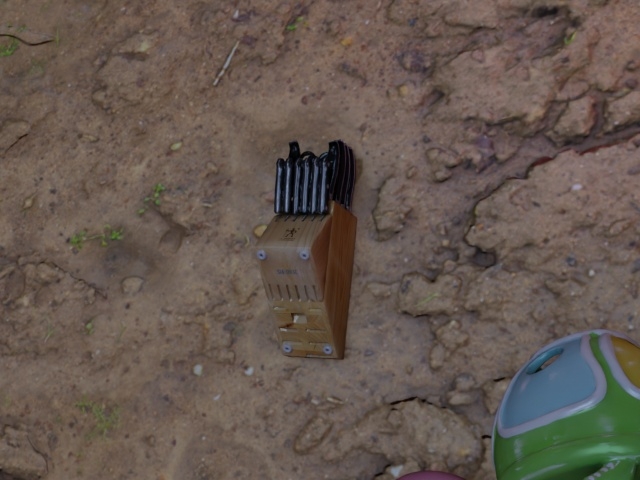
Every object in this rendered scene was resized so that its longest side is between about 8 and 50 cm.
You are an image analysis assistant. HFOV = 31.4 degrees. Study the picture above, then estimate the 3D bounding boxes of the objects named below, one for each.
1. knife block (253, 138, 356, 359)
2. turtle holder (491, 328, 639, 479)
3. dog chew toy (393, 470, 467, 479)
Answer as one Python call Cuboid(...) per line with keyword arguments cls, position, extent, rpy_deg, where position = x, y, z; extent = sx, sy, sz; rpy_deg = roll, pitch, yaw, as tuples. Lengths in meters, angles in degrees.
Cuboid(cls="knife block", position=(0.000, 0.000, 1.637), extent=(0.088, 0.242, 0.276), rpy_deg=(1, 123, 24))
Cuboid(cls="turtle holder", position=(0.339, 0.216, 1.327), extent=(0.243, 0.320, 0.227), rpy_deg=(11, 54, -14))
Cuboid(cls="dog chew toy", position=(0.072, 0.421, 1.440), extent=(0.332, 0.206, 0.207), rpy_deg=(-26, 69, 24))
